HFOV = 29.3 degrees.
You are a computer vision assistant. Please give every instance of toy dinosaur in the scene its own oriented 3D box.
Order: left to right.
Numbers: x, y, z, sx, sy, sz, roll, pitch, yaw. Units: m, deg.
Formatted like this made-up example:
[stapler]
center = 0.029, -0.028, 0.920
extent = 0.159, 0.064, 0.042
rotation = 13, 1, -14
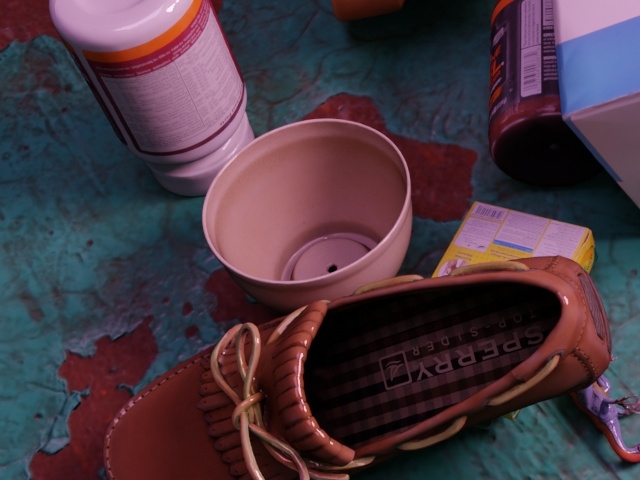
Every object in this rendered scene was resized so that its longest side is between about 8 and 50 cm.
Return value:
[toy dinosaur]
center = 0.207, 0.124, 0.888
extent = 0.090, 0.047, 0.082
rotation = -26, 60, 44

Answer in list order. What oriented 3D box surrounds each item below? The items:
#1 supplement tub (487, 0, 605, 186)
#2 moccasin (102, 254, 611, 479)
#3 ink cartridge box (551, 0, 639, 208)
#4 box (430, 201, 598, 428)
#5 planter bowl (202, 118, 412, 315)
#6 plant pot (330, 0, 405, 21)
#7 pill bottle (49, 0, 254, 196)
[supplement tub]
center = 0.193, -0.149, 1.019
extent = 0.106, 0.106, 0.197
rotation = -2, 56, 13
[moccasin]
center = 0.007, 0.106, 0.838
extent = 0.380, 0.147, 0.139
rotation = -15, 75, 23
[ink cartridge box]
center = 0.292, -0.186, 0.895
extent = 0.197, 0.198, 0.270
rotation = -16, 60, 29
[box]
center = 0.127, 0.060, 0.928
extent = 0.105, 0.043, 0.179
rotation = 16, 60, 34
[planter bowl]
center = 0.000, 0.000, 0.963
extent = 0.162, 0.109, 0.162
rotation = -9, 49, 10
[plant pot]
center = 0.100, -0.349, 1.069
extent = 0.204, 0.291, 0.290
rotation = -6, 56, 5
[pill bottle]
center = -0.131, -0.140, 1.023
extent = 0.121, 0.221, 0.121
rotation = -7, 56, 10
